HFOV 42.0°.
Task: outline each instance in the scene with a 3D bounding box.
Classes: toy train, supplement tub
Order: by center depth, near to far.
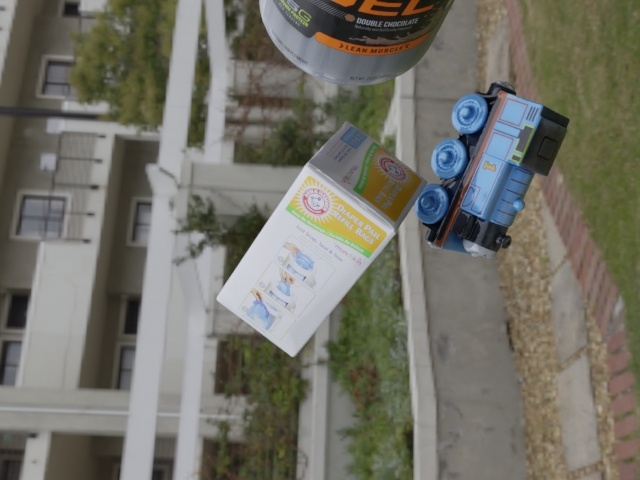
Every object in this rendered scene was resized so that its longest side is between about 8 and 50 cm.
[{"bbox_3d":[0.059,-0.317,0.799,0.338,0.207,0.207,115,158,-66],"label":"supplement tub"},{"bbox_3d":[0.168,-0.066,0.840,0.105,0.080,0.184,31,103,41],"label":"toy train"}]

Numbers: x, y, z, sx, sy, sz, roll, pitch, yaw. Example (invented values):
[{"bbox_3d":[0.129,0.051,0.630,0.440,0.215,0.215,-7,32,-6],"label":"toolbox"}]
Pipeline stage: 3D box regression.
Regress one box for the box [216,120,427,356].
[{"bbox_3d":[0.000,0.000,0.837,0.203,0.103,0.114,-53,-1,37],"label":"box"}]
